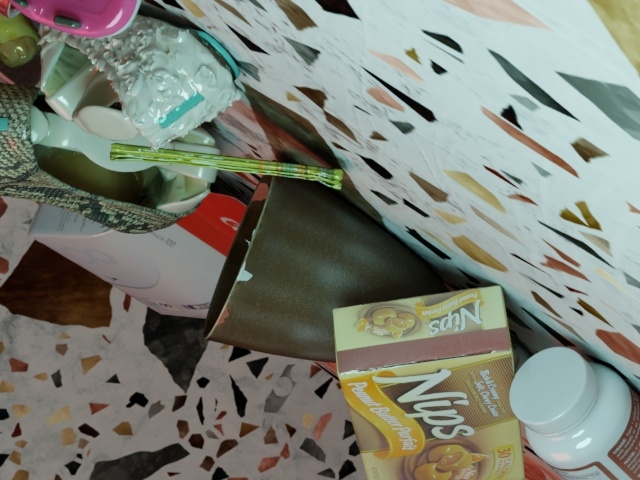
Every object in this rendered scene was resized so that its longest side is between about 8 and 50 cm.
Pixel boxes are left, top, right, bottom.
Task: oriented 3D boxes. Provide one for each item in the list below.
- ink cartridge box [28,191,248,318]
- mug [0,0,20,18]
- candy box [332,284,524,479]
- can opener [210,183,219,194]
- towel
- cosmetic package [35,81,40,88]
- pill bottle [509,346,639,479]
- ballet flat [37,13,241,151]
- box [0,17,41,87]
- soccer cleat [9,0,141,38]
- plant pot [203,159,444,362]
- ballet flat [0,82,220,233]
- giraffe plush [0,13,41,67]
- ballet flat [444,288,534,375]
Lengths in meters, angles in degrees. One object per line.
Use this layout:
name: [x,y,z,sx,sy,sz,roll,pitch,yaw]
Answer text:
ink cartridge box: [-0.184,0.027,2.595,0.385,0.091,0.308,5,158,41]
mug: [-0.356,-0.304,1.764,0.169,0.113,0.150,33,174,1]
candy box: [0.125,0.175,1.982,0.316,0.183,0.087,75,-173,-56]
can opener: [-0.154,-0.055,2.608,0.095,0.076,0.283,-1,157,19]
towel: [-0.096,-0.077,1.842,0.237,0.021,0.102,7,-178,-4]
cosmetic package: [-0.539,-0.154,2.460,0.217,0.385,0.156,37,172,13]
pill bottle: [0.293,0.204,1.895,0.216,0.121,0.121,43,170,-38]
ballet flat: [-0.223,-0.177,1.853,0.147,0.147,0.409,40,172,-28]
box: [-0.383,-0.257,2.148,0.103,0.114,0.203,41,173,-27]
soccer cleat: [-0.281,-0.291,1.592,0.331,0.116,0.143,33,-166,10]
plant pot: [0.014,0.050,2.018,0.230,0.215,0.215,21,174,-8]
ballet flat: [-0.231,-0.096,2.097,0.182,0.164,0.483,-2,174,32]
giraffe plush: [-0.398,-0.295,1.944,0.170,0.181,0.210,95,156,-70]
ballet flat: [0.182,0.124,2.098,0.213,0.072,0.068,36,171,10]
